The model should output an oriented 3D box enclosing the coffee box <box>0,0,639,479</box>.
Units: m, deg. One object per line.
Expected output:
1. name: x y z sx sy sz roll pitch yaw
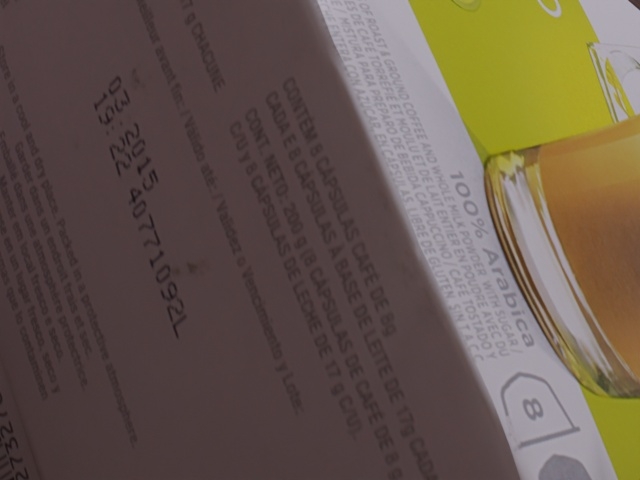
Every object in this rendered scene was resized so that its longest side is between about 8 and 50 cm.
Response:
1. coffee box: 0.000 0.000 0.605 0.334 0.338 0.337 -3 66 -48
